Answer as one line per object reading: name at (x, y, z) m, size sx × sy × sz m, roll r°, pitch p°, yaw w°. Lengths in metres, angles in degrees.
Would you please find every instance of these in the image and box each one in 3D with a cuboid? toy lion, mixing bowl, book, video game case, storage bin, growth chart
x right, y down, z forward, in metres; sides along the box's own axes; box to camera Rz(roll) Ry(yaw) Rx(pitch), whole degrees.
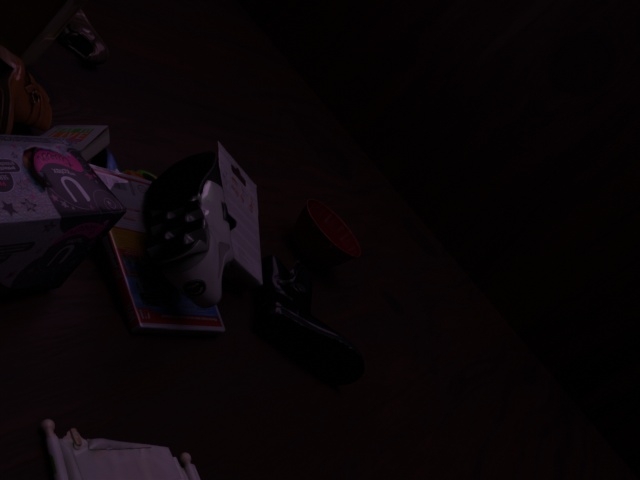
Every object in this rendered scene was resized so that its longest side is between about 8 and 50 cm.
toy lion at (-0.327, -0.102, 1.429) m, size 0.096 × 0.034 × 0.100 m, roll 31°, pitch 23°, yaw -23°
mixing bowl at (0.000, 0.000, 1.845) m, size 0.181 × 0.098 × 0.181 m, roll 41°, pitch 19°, yaw -17°
book at (-0.415, -0.158, 1.268) m, size 0.096 × 0.035 × 0.144 m, roll 4°, pitch 22°, yaw 1°
video game case at (-0.266, 0.019, 1.236) m, size 0.204 × 0.025 × 0.285 m, roll 15°, pitch 47°, yaw -59°
storage bin at (-0.545, -0.473, 1.328) m, size 0.260 × 0.262 × 0.123 m, roll 45°, pitch 16°, yaw -7°
growth chart at (-0.205, 0.296, 0.883) m, size 0.237 × 0.021 × 0.172 m, roll 29°, pitch 26°, yaw -45°

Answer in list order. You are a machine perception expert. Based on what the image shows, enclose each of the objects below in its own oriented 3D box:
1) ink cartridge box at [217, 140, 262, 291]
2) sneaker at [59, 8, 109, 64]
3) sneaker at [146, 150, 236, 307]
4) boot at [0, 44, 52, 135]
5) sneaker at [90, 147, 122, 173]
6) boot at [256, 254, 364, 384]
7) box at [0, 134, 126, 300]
ink cartridge box at (-0.167, -0.041, 1.427) m, size 0.181 × 0.056 × 0.225 m, roll 52°, pitch 26°, yaw -59°
sneaker at (-0.527, -0.453, 1.640) m, size 0.188 × 0.066 × 0.071 m, roll 46°, pitch 19°, yaw -3°
sneaker at (-0.204, -0.019, 1.262) m, size 0.331 × 0.122 × 0.146 m, roll -93°, pitch 162°, yaw -52°
boot at (-0.479, -0.204, 1.221) m, size 0.152 × 0.072 × 0.197 m, roll 57°, pitch 25°, yaw -67°
sneaker at (-0.353, -0.093, 1.315) m, size 0.059 × 0.053 × 0.144 m, roll 22°, pitch 39°, yaw -52°
boot at (-0.020, 0.145, 1.500) m, size 0.246 × 0.094 × 0.207 m, roll 34°, pitch 25°, yaw -20°
box at (-0.382, -0.025, 0.918) m, size 0.142 × 0.163 × 0.247 m, roll 49°, pitch 18°, yaw 9°
